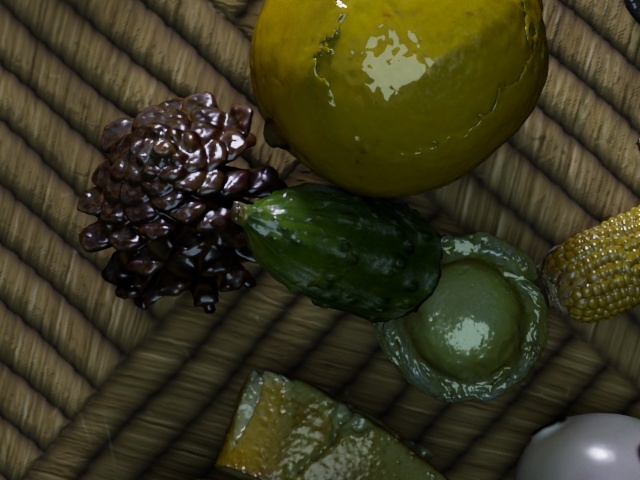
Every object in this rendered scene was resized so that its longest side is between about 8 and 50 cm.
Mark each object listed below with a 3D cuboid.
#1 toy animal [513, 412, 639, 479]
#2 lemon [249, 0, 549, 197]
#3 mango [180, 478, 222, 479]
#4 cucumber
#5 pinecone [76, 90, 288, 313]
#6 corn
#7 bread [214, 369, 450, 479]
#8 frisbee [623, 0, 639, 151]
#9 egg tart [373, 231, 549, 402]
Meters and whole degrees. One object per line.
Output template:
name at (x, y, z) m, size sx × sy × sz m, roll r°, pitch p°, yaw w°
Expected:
toy animal at (0.293, 0.312, 1.677) m, size 0.213 × 0.212 × 0.266 m, roll 18°, pitch 94°, yaw -1°
lemon at (0.078, -0.184, 1.572) m, size 0.297 × 0.297 × 0.297 m, roll 0°, pitch 97°, yaw 1°
mango at (-0.064, 0.448, 1.675) m, size 0.300 × 0.232 × 0.445 m, roll -22°, pitch 110°, yaw 29°
cucumber at (0.002, 0.001, 1.581) m, size 0.244 × 0.134 × 0.134 m, roll 17°, pitch 100°, yaw -45°
pinecone at (-0.140, -0.030, 1.644) m, size 0.229 × 0.202 × 0.201 m, roll -47°, pitch 119°, yaw -14°
corn at (0.372, 0.001, 1.684) m, size 0.293 × 0.106 × 0.106 m, roll -23°, pitch 96°, yaw 2°
bread at (0.018, 0.234, 1.679) m, size 0.257 × 0.186 × 0.124 m, roll 27°, pitch 85°, yaw -6°
frisbee at (0.399, -0.168, 1.702) m, size 0.211 × 0.012 × 0.187 m, roll 21°, pitch 98°, yaw -3°
egg tart at (0.149, 0.080, 1.706) m, size 0.197 × 0.078 × 0.197 m, roll 0°, pitch 99°, yaw 3°
